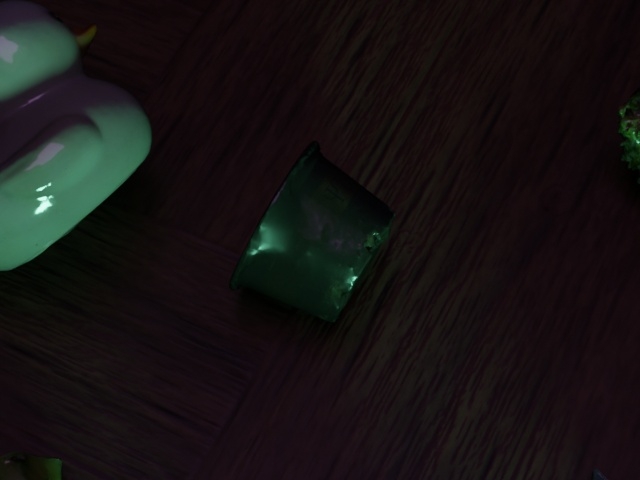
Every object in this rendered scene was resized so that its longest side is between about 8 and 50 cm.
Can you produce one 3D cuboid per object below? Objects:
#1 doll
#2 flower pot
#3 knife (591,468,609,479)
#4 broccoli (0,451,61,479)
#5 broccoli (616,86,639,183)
[{"bbox_3d":[-0.280,-0.104,1.254,0.221,0.221,0.251,36,71,20],"label":"doll"},{"bbox_3d":[0.000,0.000,1.251,0.107,0.157,0.157,28,63,2],"label":"flower pot"},{"bbox_3d":[0.300,0.276,1.154,0.028,0.015,0.210,-39,67,-16],"label":"knife"},{"bbox_3d":[-0.387,0.239,1.086,0.302,0.186,0.254,2,50,9],"label":"broccoli"},{"bbox_3d":[0.388,-0.073,1.256,0.226,0.198,0.176,12,46,0],"label":"broccoli"}]
